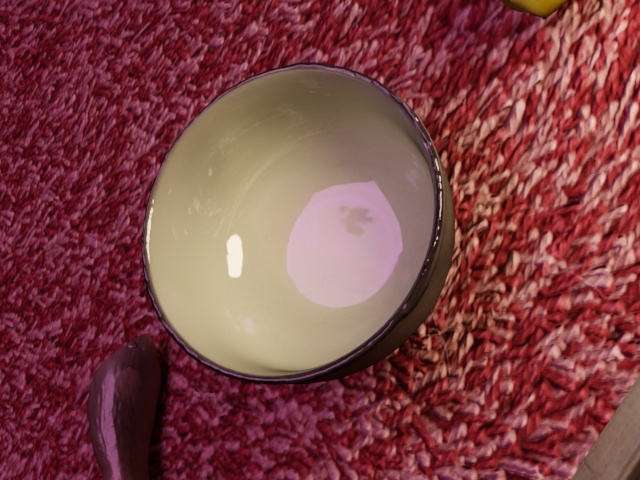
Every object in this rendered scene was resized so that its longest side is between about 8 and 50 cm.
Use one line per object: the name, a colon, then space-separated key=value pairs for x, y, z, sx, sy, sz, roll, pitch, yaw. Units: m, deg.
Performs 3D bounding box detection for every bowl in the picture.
bowl: x=0.000 y=0.000 z=1.427 sx=0.353 sy=0.185 sz=0.354 roll=-8 pitch=72 yaw=25

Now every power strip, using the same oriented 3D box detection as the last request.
power strip: x=0.297 y=0.153 z=1.118 sx=0.052 sy=0.078 sz=0.272 roll=50 pitch=119 yaw=45

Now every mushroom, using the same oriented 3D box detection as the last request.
mushroom: x=-0.281 y=0.260 z=1.861 sx=0.096 sy=0.108 sz=0.247 roll=81 pitch=-172 yaw=-69

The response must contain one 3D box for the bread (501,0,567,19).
bread: x=0.286 y=-0.378 z=1.239 sx=0.383 sy=0.112 sz=0.166 roll=-42 pitch=36 yaw=39
